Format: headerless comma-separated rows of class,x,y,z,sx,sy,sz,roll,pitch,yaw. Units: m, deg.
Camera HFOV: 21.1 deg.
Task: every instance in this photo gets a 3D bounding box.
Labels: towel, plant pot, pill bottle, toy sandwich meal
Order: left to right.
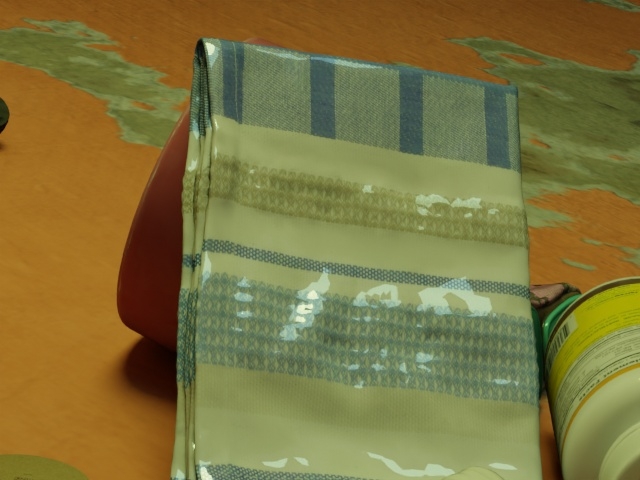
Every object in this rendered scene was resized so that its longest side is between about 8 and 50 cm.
toy sandwich meal,-0.143,0.130,0.827,0.085,0.029,0.085,7,15,-2
plant pot,0.000,0.000,1.056,0.180,0.201,0.201,24,20,10
towel,0.024,0.025,0.937,0.209,0.285,0.034,8,-24,-17
pill bottle,0.191,0.105,0.970,0.117,0.117,0.215,12,18,-1

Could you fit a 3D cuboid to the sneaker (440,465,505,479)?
sneaker,0.086,0.178,0.779,0.094,0.080,0.212,-13,22,-25

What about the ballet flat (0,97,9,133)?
ballet flat,-0.321,-0.086,1.372,0.173,0.049,0.057,-13,75,-52

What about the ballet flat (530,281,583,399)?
ballet flat,0.121,0.069,1.134,0.079,0.077,0.221,-1,7,21
